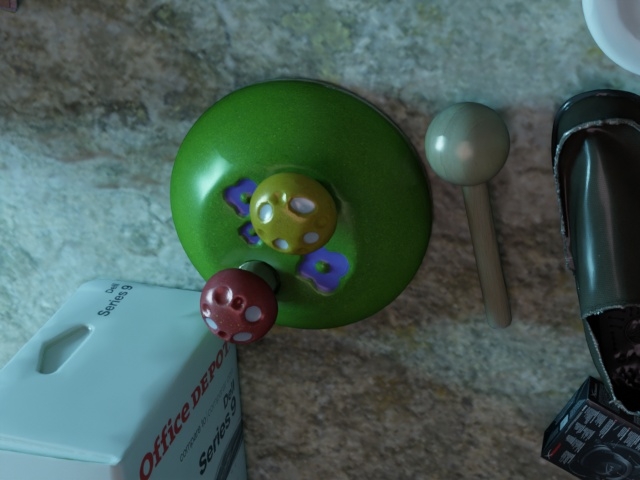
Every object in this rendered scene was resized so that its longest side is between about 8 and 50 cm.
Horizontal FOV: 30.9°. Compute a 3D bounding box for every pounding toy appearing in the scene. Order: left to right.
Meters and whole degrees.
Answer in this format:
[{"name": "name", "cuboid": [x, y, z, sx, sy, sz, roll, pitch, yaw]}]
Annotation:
[{"name": "pounding toy", "cuboid": [0.000, 0.000, 0.743, 0.237, 0.110, 0.183, 2, 118, 16]}]

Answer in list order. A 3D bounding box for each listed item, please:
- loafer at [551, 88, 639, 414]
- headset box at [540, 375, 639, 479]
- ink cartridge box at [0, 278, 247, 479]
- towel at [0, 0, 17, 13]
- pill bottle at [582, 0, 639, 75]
[{"name": "loafer", "cuboid": [0.193, 0.014, 0.711, 0.080, 0.078, 0.220, -10, 114, 21]}, {"name": "headset box", "cuboid": [0.206, 0.142, 0.804, 0.083, 0.032, 0.062, 28, 122, -1]}, {"name": "ink cartridge box", "cuboid": [-0.140, 0.203, 0.833, 0.122, 0.211, 0.289, 5, 119, 14]}, {"name": "towel", "cuboid": [-0.227, -0.194, 0.764, 0.060, 0.009, 0.083, 13, 119, 10]}, {"name": "pill bottle", "cuboid": [0.179, -0.144, 0.587, 0.086, 0.152, 0.086, 7, 119, 13]}]
